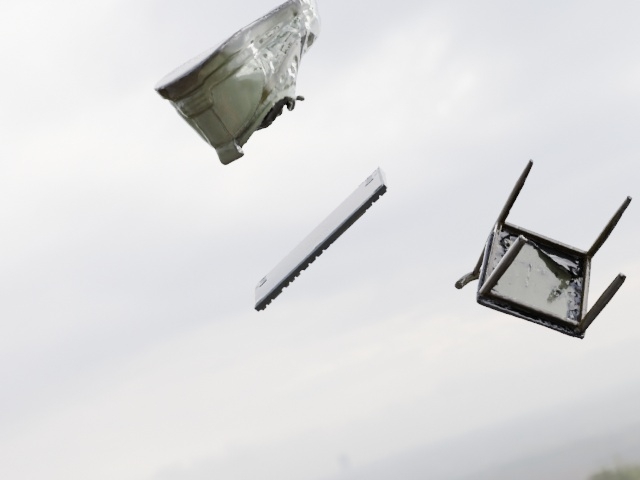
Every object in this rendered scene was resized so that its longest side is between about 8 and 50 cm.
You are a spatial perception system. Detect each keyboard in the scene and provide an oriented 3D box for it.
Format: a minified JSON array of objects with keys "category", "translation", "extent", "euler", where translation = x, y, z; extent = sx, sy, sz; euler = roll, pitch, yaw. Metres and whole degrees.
[{"category":"keyboard","translation":[-0.001,-0.001,1.394],"extent":[0.176,0.014,0.055],"euler":[-44,14,12]}]

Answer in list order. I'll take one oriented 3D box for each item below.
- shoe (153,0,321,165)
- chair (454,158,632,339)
[{"category":"shoe","translation":[-0.058,-0.156,1.364],"extent":[0.103,0.098,0.275],"euler":[-22,13,32]},{"category":"chair","translation":[0.318,0.048,2.102],"extent":[0.188,0.166,0.272],"euler":[19,-39,-5]}]
